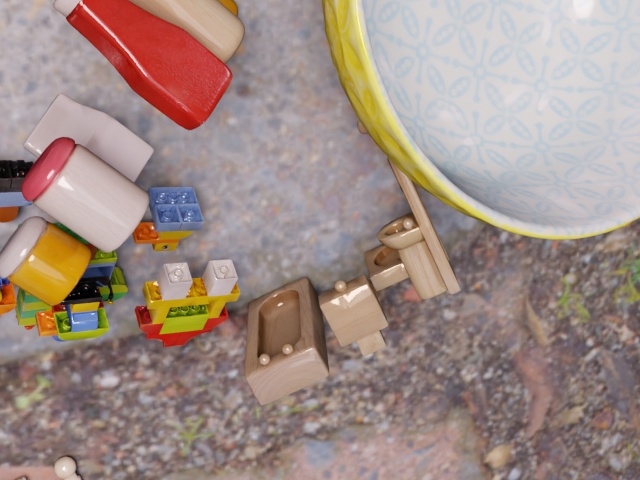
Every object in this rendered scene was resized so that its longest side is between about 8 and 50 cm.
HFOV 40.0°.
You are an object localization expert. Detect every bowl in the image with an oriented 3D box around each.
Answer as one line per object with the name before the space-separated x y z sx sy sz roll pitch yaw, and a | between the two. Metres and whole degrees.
bowl | 0.111 -0.152 0.554 0.289 0.156 0.290 -4 99 -26

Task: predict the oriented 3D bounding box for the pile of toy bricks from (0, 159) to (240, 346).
pile of toy bricks | -0.171 0.025 0.575 0.212 0.118 0.105 -3 144 -29

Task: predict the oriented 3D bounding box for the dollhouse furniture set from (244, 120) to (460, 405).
dollhouse furniture set | 0.000 0.000 0.603 0.151 0.144 0.123 -25 110 6

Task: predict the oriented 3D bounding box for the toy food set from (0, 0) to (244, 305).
toy food set | -0.126 -0.088 0.492 0.104 0.111 0.232 37 67 -24

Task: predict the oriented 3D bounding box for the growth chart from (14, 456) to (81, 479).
growth chart | -0.269 0.247 0.648 0.237 0.021 0.172 -17 112 -13
